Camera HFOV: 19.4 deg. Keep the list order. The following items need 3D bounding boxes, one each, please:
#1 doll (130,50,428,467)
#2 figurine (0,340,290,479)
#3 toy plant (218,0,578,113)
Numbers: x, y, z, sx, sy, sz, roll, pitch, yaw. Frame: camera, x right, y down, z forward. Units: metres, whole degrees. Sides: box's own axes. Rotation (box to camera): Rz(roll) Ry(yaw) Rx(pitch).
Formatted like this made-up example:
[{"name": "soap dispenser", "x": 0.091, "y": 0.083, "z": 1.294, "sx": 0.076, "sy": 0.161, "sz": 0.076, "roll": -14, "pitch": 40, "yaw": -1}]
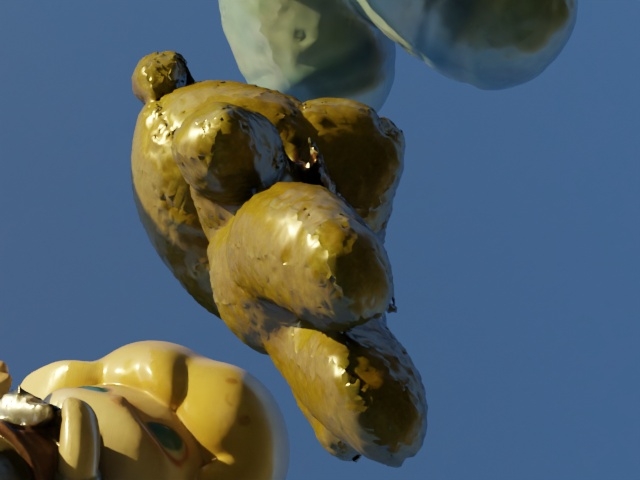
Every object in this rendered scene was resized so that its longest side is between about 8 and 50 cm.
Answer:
[{"name": "doll", "x": 0.000, "y": 0.000, "z": 0.633, "sx": 0.097, "sy": 0.209, "sz": 0.137, "roll": -32, "pitch": -63, "yaw": -5}, {"name": "figurine", "x": -0.099, "y": 0.088, "z": 0.757, "sx": 0.196, "sy": 0.114, "sz": 0.108, "roll": 16, "pitch": -106, "yaw": -51}, {"name": "toy plant", "x": -0.006, "y": -0.192, "z": 0.918, "sx": 0.247, "sy": 0.247, "sz": 0.332, "roll": -34, "pitch": -116, "yaw": -26}]
